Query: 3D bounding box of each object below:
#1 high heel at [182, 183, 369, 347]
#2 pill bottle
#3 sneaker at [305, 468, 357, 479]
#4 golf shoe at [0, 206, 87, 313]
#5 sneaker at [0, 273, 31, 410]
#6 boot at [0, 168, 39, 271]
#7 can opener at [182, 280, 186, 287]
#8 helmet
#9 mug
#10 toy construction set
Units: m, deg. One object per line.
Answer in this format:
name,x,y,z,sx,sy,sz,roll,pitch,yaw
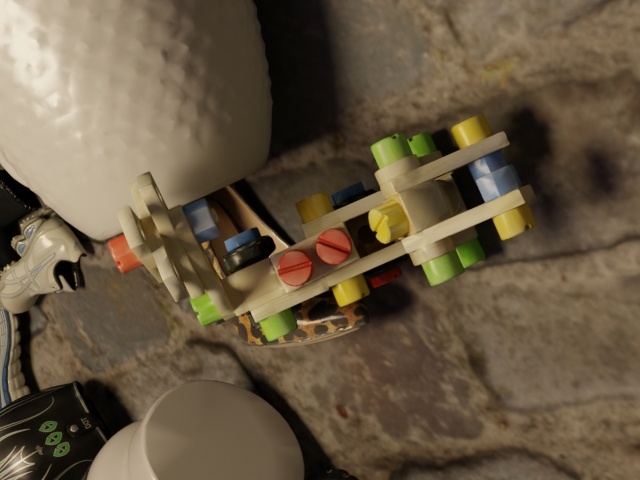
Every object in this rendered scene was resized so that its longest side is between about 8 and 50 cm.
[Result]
high heel,-0.061,0.000,1.245,0.261,0.093,0.186,5,115,51
pill bottle,-0.170,0.314,1.403,0.210,0.210,0.363,50,135,16
sneaker,0.053,0.310,1.297,0.190,0.071,0.083,41,138,36
golf shoe,-0.325,0.044,1.548,0.086,0.069,0.176,40,137,9
sneaker,-0.453,0.145,1.642,0.130,0.147,0.330,2,107,54
boot,-0.373,-0.023,1.575,0.099,0.045,0.121,-34,105,28
can opener,-0.188,-0.025,1.400,0.186,0.073,0.059,41,92,20
helmet,-0.327,0.257,1.559,0.169,0.161,0.169,57,172,12
mug,-0.219,-0.170,1.203,0.374,0.276,0.328,-19,97,48
toy construction set,0.000,0.000,1.068,0.215,0.327,0.151,136,124,-89
